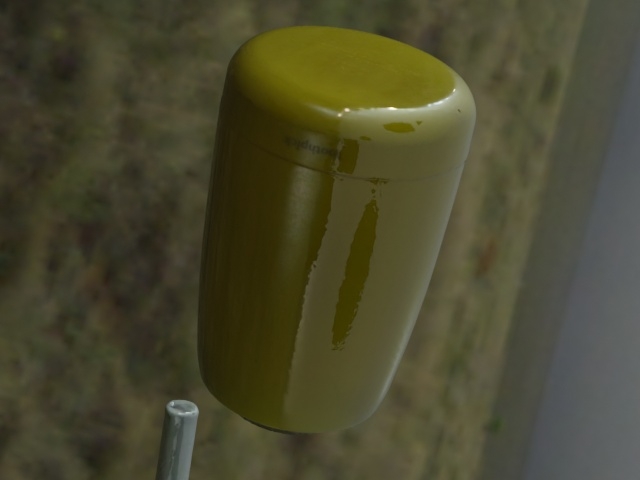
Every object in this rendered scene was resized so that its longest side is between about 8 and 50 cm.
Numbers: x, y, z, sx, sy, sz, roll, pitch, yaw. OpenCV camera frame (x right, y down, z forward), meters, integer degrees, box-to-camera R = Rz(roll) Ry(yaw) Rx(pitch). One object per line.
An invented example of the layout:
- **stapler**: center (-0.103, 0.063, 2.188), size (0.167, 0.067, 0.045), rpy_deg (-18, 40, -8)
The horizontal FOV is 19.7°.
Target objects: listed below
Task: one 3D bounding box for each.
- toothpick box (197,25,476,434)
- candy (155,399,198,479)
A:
- **toothpick box**: center (0.000, 0.000, 1.306), size (0.175, 0.175, 0.271), rpy_deg (-61, 165, -63)
- **candy**: center (-0.090, 0.243, 0.888), size (0.124, 0.124, 0.365), rpy_deg (-59, 159, -66)
